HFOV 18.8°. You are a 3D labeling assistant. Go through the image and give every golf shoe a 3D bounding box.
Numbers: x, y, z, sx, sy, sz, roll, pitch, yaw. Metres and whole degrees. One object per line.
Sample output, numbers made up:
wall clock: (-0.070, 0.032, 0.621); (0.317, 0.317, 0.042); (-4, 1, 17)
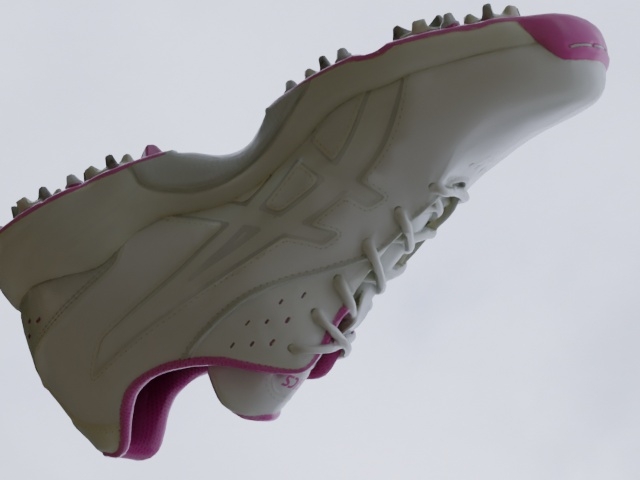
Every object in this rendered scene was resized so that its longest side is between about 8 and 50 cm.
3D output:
golf shoe: (0.000, 0.000, 0.874); (0.306, 0.115, 0.140); (-24, -105, 18)
